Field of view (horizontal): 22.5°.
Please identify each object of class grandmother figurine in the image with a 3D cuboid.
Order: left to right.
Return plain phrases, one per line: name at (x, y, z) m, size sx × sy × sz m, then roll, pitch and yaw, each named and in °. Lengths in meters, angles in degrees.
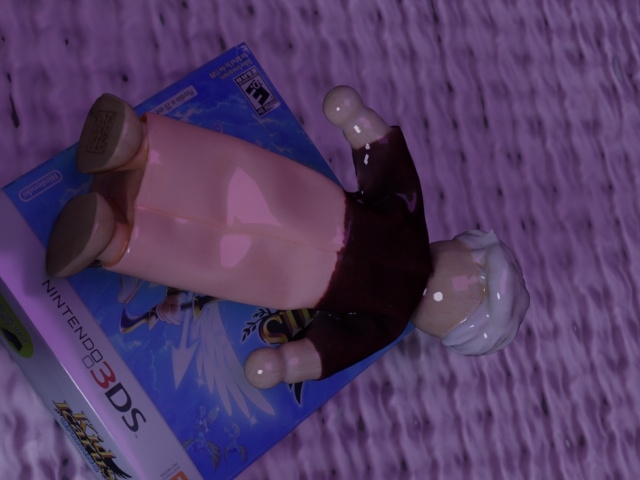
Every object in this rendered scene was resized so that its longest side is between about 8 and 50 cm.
grandmother figurine at (0.000, 0.000, 1.081) m, size 0.342 × 0.104 × 0.207 m, roll 19°, pitch 92°, yaw -28°

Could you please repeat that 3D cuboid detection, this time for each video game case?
video game case at (-0.086, 0.027, 1.110) m, size 0.269 × 0.061 × 0.244 m, roll -37°, pitch 96°, yaw -34°
